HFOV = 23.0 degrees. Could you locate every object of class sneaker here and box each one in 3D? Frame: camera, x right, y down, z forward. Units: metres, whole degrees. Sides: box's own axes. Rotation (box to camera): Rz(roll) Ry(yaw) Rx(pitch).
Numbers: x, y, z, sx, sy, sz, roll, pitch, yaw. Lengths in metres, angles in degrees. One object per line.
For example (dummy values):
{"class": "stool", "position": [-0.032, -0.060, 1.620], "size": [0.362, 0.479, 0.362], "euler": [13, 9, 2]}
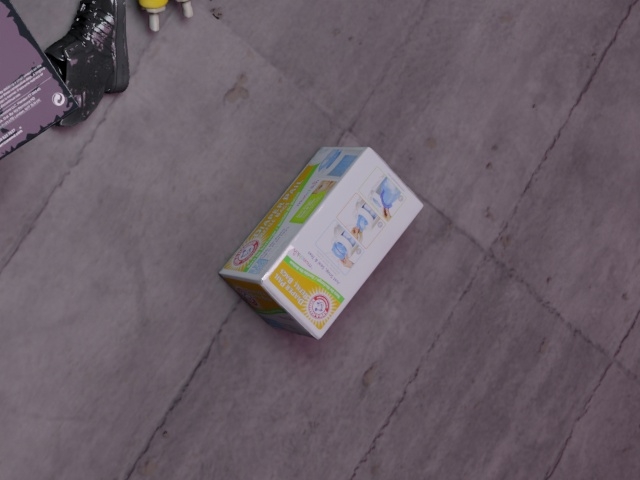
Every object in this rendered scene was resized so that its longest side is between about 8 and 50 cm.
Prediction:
{"class": "sneaker", "position": [-0.253, -0.209, 1.672], "size": [0.089, 0.051, 0.170], "euler": [-11, 100, -33]}

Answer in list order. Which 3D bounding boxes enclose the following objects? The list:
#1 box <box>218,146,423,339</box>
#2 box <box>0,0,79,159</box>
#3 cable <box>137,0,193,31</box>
{"class": "box", "position": [0.000, 0.000, 1.782], "size": [0.103, 0.114, 0.203], "euler": [46, 71, -24]}
{"class": "box", "position": [-0.359, -0.172, 1.495], "size": [0.103, 0.261, 0.184], "euler": [-36, 107, -23]}
{"class": "cable", "position": [-0.167, -0.362, 1.642], "size": [0.139, 0.072, 0.287], "euler": [-48, 149, -27]}
